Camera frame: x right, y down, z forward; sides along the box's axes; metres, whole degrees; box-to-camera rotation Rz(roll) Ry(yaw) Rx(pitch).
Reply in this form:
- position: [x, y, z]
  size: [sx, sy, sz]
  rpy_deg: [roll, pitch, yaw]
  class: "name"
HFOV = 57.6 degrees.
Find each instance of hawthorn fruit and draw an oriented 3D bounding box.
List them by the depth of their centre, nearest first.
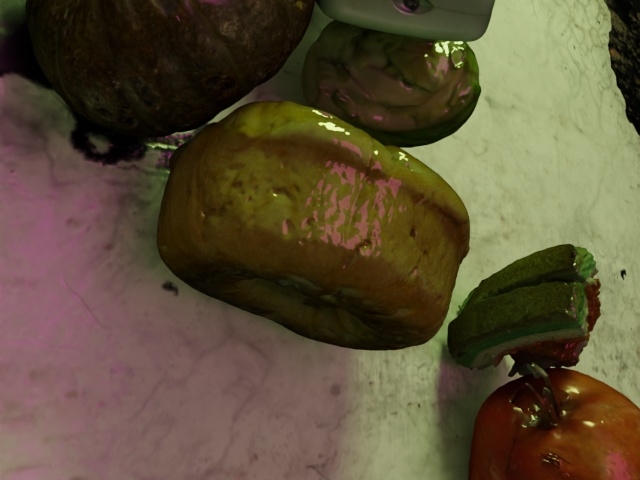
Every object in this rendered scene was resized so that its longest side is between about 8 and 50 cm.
- position: [0.257, 0.226, 0.611]
  size: [0.211, 0.211, 0.299]
  rpy_deg: [-49, 131, -35]
  class: "hawthorn fruit"

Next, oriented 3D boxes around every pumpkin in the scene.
- position: [-0.112, -0.192, 0.416]
  size: [0.162, 0.218, 0.219]
  rpy_deg: [51, 47, -57]
  class: "pumpkin"

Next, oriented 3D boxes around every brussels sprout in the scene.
- position: [0.072, -0.163, 0.610]
  size: [0.183, 0.145, 0.131]
  rpy_deg: [9, 104, -1]
  class: "brussels sprout"

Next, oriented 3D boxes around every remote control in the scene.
- position: [0.054, -0.246, 0.542]
  size: [0.140, 0.056, 0.296]
  rpy_deg: [7, 30, -10]
  class: "remote control"

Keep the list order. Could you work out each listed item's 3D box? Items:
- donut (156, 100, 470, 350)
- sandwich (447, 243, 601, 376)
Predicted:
- position: [0.000, 0.000, 0.473]
  size: [0.261, 0.208, 0.128]
  rpy_deg: [26, 66, -27]
  class: "donut"
- position: [0.250, 0.099, 0.661]
  size: [0.160, 0.184, 0.109]
  rpy_deg: [34, 53, -19]
  class: "sandwich"
